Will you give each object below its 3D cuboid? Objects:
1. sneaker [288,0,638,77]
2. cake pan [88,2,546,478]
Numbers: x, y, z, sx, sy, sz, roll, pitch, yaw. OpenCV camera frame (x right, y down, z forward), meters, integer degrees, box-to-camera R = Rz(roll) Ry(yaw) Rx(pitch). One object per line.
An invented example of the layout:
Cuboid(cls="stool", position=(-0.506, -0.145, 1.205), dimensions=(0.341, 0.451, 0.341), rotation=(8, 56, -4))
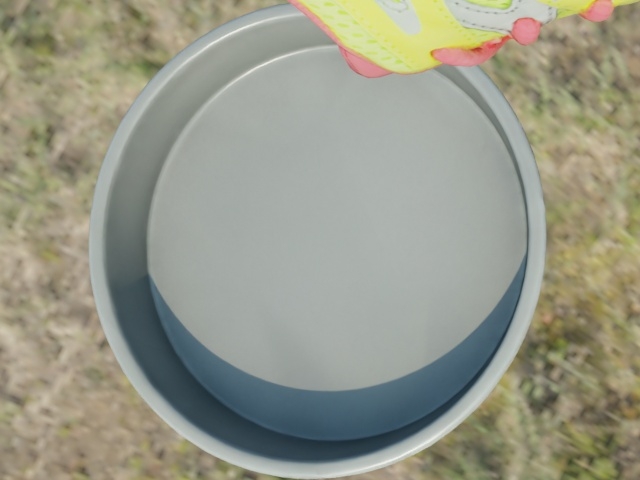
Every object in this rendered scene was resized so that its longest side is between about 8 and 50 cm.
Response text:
Cuboid(cls="sneaker", position=(0.037, -0.067, 0.331), dimensions=(0.081, 0.208, 0.094), rotation=(-81, 5, -54))
Cuboid(cls="cake pan", position=(0.000, 0.000, 1.212), dimensions=(0.293, 0.054, 0.293), rotation=(-2, 85, 17))
